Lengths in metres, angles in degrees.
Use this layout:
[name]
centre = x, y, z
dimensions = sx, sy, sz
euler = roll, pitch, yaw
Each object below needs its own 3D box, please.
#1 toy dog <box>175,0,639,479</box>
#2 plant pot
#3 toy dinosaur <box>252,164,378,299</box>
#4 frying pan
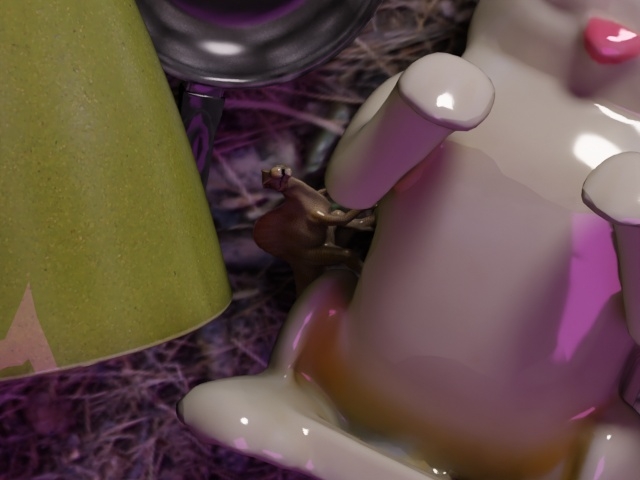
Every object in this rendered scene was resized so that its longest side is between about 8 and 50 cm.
[toy dog]
centre = 0.162, -0.014, 1.232
dimensions = 0.395, 0.284, 0.408
euler = 11, 104, -64
[plant pot]
centre = -0.206, -0.090, 1.154
dimensions = 0.274, 0.275, 0.294
euler = -9, 101, -9
[toy dinosaur]
centre = 0.000, 0.000, 1.355
dimensions = 0.092, 0.053, 0.183
euler = -7, 135, 0
[frying pan]
centre = -0.042, -0.135, 1.267
dimensions = 0.197, 0.053, 0.326
euler = -11, 120, -7
